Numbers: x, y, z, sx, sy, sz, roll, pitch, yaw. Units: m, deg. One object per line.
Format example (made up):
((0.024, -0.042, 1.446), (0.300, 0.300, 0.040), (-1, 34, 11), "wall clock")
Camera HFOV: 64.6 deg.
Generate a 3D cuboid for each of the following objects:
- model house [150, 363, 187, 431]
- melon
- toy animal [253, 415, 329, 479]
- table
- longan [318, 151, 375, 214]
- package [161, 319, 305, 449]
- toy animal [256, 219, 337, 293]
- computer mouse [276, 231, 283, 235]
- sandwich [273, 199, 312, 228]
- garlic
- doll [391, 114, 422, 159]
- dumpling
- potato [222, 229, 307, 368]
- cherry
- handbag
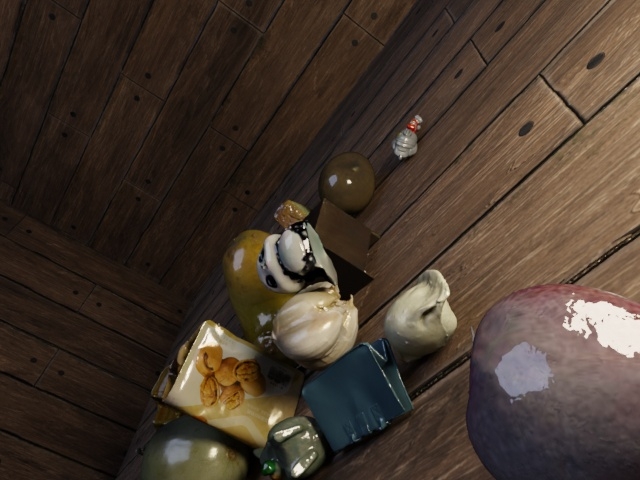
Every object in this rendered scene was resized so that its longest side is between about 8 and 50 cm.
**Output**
((-0.487, 0.578, 1.791), (0.173, 0.239, 0.268), (-23, 37, 62), "model house")
((-0.316, 0.568, 1.284), (0.272, 0.271, 0.308), (-65, 13, -24), "melon")
((-0.071, 0.450, 1.064), (0.251, 0.126, 0.126), (124, 151, -55), "toy animal")
((0.026, 0.037, 1.347), (0.172, 0.193, 0.169), (-44, 21, 40), "table")
((0.083, -0.173, 1.591), (0.198, 0.197, 0.213), (-46, 26, 37), "longan")
((-0.225, 0.375, 1.257), (0.165, 0.311, 0.222), (-36, 28, 49), "package")
((-0.065, 0.056, 1.167), (0.179, 0.138, 0.166), (-26, 67, 27), "toy animal")
((-0.173, 0.151, 1.876), (0.374, 0.114, 0.203), (-66, 19, 1), "computer mouse")
((0.003, -0.004, 1.636), (0.100, 0.288, 0.254), (-50, -27, 4), "sandwich")
((0.001, 0.198, 1.187), (0.203, 0.185, 0.281), (-36, -2, 5), "garlic")
((0.260, -0.302, 1.509), (0.094, 0.079, 0.180), (95, -159, -56), "doll")
((0.176, 0.125, 0.888), (0.181, 0.111, 0.155), (-41, 26, 31), "dumpling")
((-0.174, 0.155, 1.449), (0.289, 0.296, 0.397), (-28, 27, 30), "potato")
((0.246, 0.150, 0.505), (0.265, 0.183, 0.214), (-16, 57, 48), "cherry")
((0.063, 0.287, 0.927), (0.221, 0.057, 0.144), (-44, 60, 38), "handbag")
